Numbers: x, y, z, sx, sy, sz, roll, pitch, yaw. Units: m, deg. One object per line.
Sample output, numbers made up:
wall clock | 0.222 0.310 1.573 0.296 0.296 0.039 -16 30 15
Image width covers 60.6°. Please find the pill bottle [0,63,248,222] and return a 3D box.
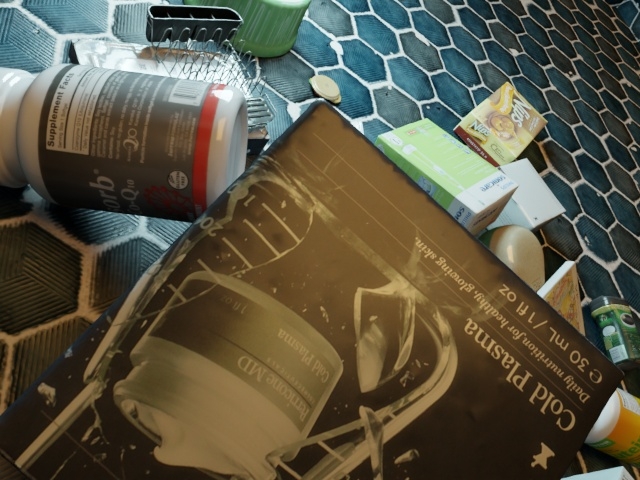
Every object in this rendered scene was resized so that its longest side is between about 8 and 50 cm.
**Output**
pill bottle | -0.301 -0.145 0.812 0.363 0.210 0.210 7 53 -1

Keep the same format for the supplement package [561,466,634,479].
supplement package | 0.446 0.520 0.911 0.149 0.194 0.203 51 48 6

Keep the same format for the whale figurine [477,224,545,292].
whale figurine | 0.431 0.101 1.257 0.216 0.141 0.272 -23 98 -42

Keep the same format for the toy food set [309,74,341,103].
toy food set | 0.012 -0.380 1.366 0.083 0.020 0.082 0 60 -32

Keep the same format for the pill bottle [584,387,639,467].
pill bottle | 0.598 0.372 1.152 0.246 0.136 0.136 27 49 -15

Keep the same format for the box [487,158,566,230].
box | 0.505 -0.098 1.427 0.182 0.119 0.181 -19 72 -40

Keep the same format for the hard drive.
hard drive | -0.288 -0.276 1.071 0.339 0.064 0.237 -7 64 -35

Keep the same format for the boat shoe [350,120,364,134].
boat shoe | 0.088 -0.246 1.319 0.035 0.035 0.100 -5 64 -5

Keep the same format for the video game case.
video game case | 0.547 0.184 1.254 0.227 0.026 0.206 -28 110 -42

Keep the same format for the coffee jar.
coffee jar | 0.755 0.231 1.391 0.096 0.079 0.184 11 55 -24

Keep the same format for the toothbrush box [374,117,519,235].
toothbrush box | 0.271 -0.138 1.255 0.283 0.122 0.206 41 44 21

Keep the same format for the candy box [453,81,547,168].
candy box | 0.546 -0.344 1.644 0.183 0.087 0.316 47 46 3

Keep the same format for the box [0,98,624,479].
box | -0.003 0.186 0.674 0.480 0.297 0.472 42 74 -1

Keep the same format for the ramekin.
ramekin | -0.165 -0.606 1.318 0.303 0.148 0.303 17 52 -23

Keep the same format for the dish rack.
dish rack | -0.204 -0.336 1.073 0.208 0.074 0.271 -19 71 -39
